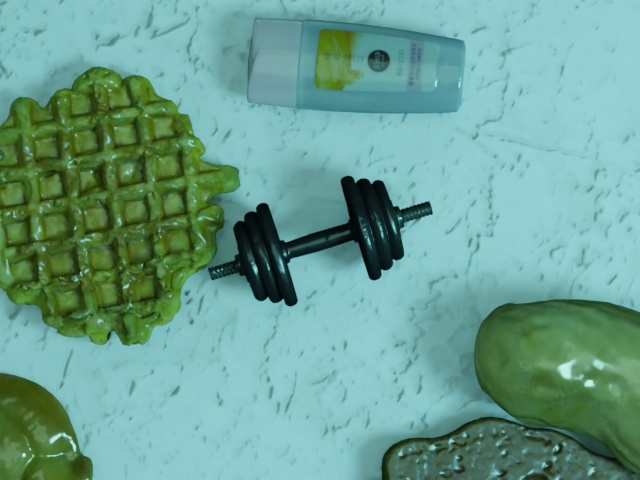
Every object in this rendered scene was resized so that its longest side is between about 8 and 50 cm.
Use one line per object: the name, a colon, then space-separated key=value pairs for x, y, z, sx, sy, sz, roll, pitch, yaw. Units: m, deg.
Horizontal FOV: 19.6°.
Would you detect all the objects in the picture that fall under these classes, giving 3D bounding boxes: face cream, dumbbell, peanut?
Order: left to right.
dumbbell: x=0.000 y=0.000 z=1.668 sx=0.209 sy=0.099 sz=0.099 roll=-17 pitch=84 yaw=-1
face cream: x=0.033 y=-0.159 z=1.706 sx=0.198 sy=0.057 sz=0.084 roll=4 pitch=83 yaw=0
peanut: x=0.289 y=0.137 z=1.632 sx=0.319 sy=0.147 sz=0.147 roll=15 pitch=84 yaw=-2

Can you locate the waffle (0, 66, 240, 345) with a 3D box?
waffle: x=-0.203 y=-0.034 z=1.693 sx=0.243 sy=0.059 sz=0.238 roll=38 pitch=84 yaw=5

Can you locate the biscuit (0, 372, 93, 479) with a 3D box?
biscuit: x=-0.336 y=0.219 z=1.672 sx=0.260 sy=0.041 sz=0.203 roll=0 pitch=84 yaw=-2

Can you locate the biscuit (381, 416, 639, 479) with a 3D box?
biscuit: x=0.161 y=0.290 z=1.659 sx=0.273 sy=0.049 sz=0.257 roll=11 pitch=81 yaw=0
